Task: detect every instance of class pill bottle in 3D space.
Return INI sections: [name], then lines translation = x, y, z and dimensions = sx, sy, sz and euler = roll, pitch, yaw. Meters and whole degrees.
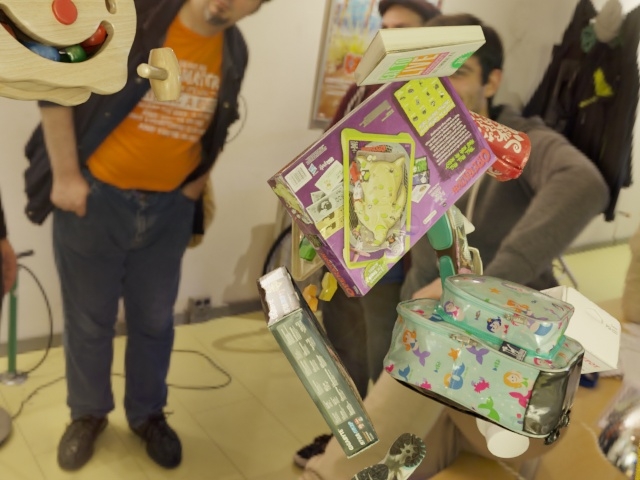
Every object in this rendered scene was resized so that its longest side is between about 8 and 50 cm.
[pill bottle]
translation = 0.420, 0.387, 1.657
dimensions = 0.124, 0.124, 0.221
euler = 8, 33, -1

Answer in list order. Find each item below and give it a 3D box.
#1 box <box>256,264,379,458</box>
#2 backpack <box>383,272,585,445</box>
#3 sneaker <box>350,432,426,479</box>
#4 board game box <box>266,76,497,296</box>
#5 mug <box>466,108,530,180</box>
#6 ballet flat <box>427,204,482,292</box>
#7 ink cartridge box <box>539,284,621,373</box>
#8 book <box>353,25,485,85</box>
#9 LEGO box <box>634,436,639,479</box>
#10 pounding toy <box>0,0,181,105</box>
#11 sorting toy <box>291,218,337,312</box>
[box]
translation = -0.007, 0.156, 0.959
dimensions = 0.051, 0.220, 0.175
euler = -29, 19, -1
[backpack]
translation = 0.222, 0.147, 0.985
dimensions = 0.254, 0.191, 0.225
euler = 12, 7, 28
[sneaker]
translation = 0.170, 0.640, 1.882
dimensions = 0.283, 0.122, 0.110
euler = -31, 59, -30
[board game box]
translation = 0.104, -0.105, 1.047
dimensions = 0.347, 0.208, 0.056
euler = -42, 12, -28
[mug]
translation = 0.344, -0.202, 1.469
dimensions = 0.169, 0.113, 0.150
euler = 20, 2, -27
[ballet flat]
translation = 0.231, 0.014, 1.208
dimensions = 0.079, 0.221, 0.077
euler = -14, 1, -26
[ink cartridge box]
translation = 0.386, 0.169, 1.251
dimensions = 0.159, 0.092, 0.218
euler = 32, -33, -24
[book]
translation = 0.125, -0.237, 0.919
dimensions = 0.144, 0.035, 0.096
euler = -12, -12, -21
[LEGO box]
translation = 0.729, 0.413, 1.153
dimensions = 0.193, 0.499, 0.372
euler = 14, -9, -28
[pounding toy]
translation = -0.251, -0.231, 0.739
dimensions = 0.155, 0.154, 0.270
euler = -6, 1, 35
[sorting toy]
translation = 0.000, 0.000, 1.624
dimensions = 0.041, 0.229, 0.307
euler = 19, 54, -31
